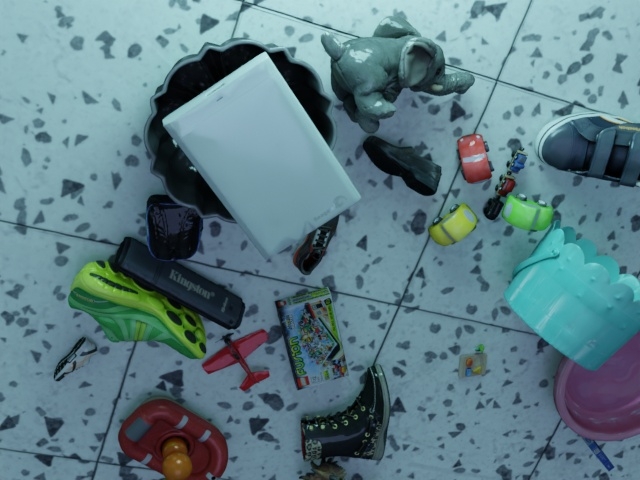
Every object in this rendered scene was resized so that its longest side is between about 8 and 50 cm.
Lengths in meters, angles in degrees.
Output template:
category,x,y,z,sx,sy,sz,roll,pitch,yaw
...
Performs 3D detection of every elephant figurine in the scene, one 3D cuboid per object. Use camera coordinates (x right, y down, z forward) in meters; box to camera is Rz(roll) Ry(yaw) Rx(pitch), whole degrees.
category,x,y,z,sx,sy,sz,roll,pitch,yaw
elephant figurine,0.142,-0.310,1.682,0.239,0.186,0.169,-31,77,-8

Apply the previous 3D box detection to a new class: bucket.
category,x,y,z,sx,sy,sz,roll,pitch,yaw
bucket,0.511,0.111,1.909,0.281,0.281,0.183,31,106,-25

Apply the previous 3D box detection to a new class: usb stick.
category,x,y,z,sx,sy,sz,roll,pitch,yaw
usb stick,-0.263,0.083,1.817,0.278,0.077,0.045,32,135,-26

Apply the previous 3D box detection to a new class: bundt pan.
category,x,y,z,sx,sy,sz,roll,pitch,yaw
bundt pan,-0.144,-0.201,1.668,0.331,0.124,0.330,-6,117,-11

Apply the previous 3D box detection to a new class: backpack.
category,x,y,z,sx,sy,sz,roll,pitch,yaw
backpack,-0.265,-0.026,1.751,0.105,0.084,0.114,0,112,-10

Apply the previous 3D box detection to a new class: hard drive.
category,x,y,z,sx,sy,sz,roll,pitch,yaw
hard drive,-0.093,-0.135,1.622,0.203,0.040,0.307,-33,119,5

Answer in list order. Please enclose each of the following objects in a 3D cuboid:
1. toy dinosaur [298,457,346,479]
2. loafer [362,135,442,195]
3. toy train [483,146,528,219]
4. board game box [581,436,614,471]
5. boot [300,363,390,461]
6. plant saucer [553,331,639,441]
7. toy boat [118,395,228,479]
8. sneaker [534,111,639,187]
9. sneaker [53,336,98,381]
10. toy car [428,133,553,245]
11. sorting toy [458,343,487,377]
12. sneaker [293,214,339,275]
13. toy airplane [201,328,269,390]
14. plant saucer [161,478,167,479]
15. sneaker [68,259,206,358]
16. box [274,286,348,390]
category,x,y,z,sx,sy,sz,roll,pitch,yaw
toy dinosaur,0.007,0.583,2.122,0.200,0.127,0.295,32,122,-15
loafer,0.155,-0.151,1.812,0.170,0.062,0.061,34,66,-19
toy train,0.363,-0.109,1.886,0.027,0.036,0.158,15,112,-20
board game box,0.632,0.476,2.225,0.020,0.090,0.090,-39,119,5
boot,0.051,0.373,2.036,0.179,0.085,0.236,-3,118,-10
plant saucer,0.664,0.291,2.141,0.332,0.084,0.332,-6,117,-11
toy boat,-0.291,0.429,1.944,0.231,0.151,0.151,36,104,-27
sneaker,0.581,-0.171,1.858,0.321,0.127,0.126,0,118,-12
sneaker,-0.474,0.237,1.865,0.109,0.040,0.044,-45,120,11
toy car,0.342,-0.068,1.857,0.225,0.053,0.239,16,114,0
sorting toy,0.331,0.261,2.085,0.062,0.012,0.083,-4,118,-11
sneaker,0.000,0.000,1.840,0.061,0.065,0.158,15,113,-20
toy airplane,-0.161,0.247,1.951,0.151,0.028,0.151,-6,117,-12
plant saucer,-0.386,0.713,2.112,0.333,0.081,0.332,-25,119,0
sneaker,-0.342,0.141,1.824,0.295,0.109,0.123,34,123,-25
box,-0.016,0.201,1.957,0.114,0.036,0.207,-15,119,-5
